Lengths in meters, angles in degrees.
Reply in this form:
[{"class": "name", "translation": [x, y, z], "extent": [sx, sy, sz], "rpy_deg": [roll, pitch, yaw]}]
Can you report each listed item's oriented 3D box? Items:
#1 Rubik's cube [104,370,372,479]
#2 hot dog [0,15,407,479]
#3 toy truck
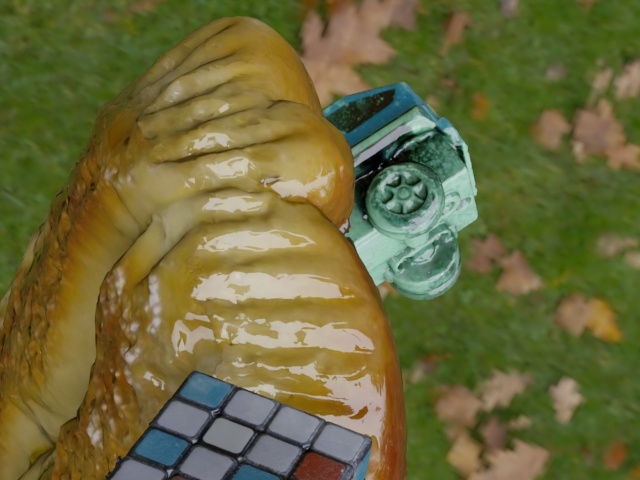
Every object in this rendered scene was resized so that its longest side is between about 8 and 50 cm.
[{"class": "Rubik's cube", "translation": [-0.040, 0.130, 0.852], "extent": [0.092, 0.092, 0.092], "rpy_deg": [-52, 157, -51]}, {"class": "hot dog", "translation": [-0.072, 0.073, 1.107], "extent": [0.196, 0.367, 0.365], "rpy_deg": [-2, 144, -21]}, {"class": "toy truck", "translation": [0.000, 0.000, 1.603], "extent": [0.279, 0.156, 0.155], "rpy_deg": [-33, 153, -5]}]
